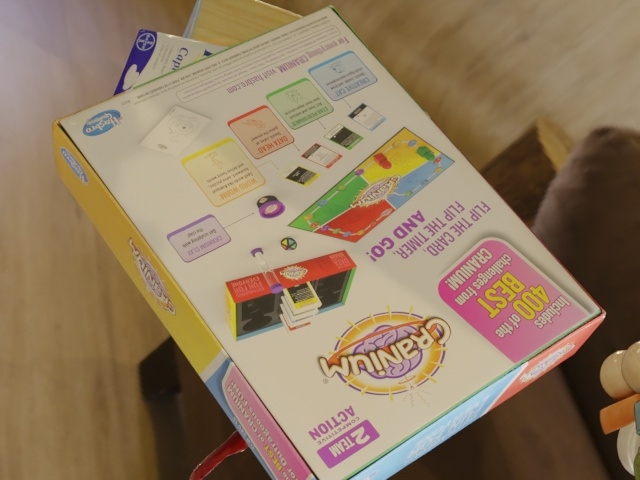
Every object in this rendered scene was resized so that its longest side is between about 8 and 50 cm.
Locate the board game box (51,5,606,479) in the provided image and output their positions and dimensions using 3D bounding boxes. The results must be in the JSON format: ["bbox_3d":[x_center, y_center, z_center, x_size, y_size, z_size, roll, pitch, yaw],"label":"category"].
[{"bbox_3d":[0.000,0.000,0.769,0.242,0.064,0.316,-27,67,-26],"label":"board game box"}]

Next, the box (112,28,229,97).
[{"bbox_3d":[-0.139,-0.141,1.161,0.137,0.126,0.072,15,-14,18],"label":"box"}]

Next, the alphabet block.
[{"bbox_3d":[-0.098,-0.179,1.434,0.197,0.192,0.193,18,58,-13],"label":"alphabet block"}]

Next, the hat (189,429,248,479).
[{"bbox_3d":[-0.070,0.166,1.308,0.208,0.184,0.172,-66,143,-87],"label":"hat"}]

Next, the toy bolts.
[{"bbox_3d":[0.328,0.201,1.194,0.228,0.218,0.158,118,-50,-70],"label":"toy bolts"}]

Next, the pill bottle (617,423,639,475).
[{"bbox_3d":[0.606,0.348,1.756,0.162,0.162,0.278,41,-10,-20],"label":"pill bottle"}]
